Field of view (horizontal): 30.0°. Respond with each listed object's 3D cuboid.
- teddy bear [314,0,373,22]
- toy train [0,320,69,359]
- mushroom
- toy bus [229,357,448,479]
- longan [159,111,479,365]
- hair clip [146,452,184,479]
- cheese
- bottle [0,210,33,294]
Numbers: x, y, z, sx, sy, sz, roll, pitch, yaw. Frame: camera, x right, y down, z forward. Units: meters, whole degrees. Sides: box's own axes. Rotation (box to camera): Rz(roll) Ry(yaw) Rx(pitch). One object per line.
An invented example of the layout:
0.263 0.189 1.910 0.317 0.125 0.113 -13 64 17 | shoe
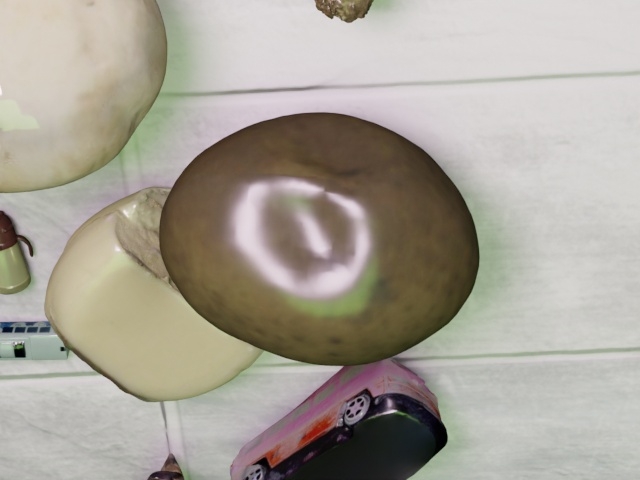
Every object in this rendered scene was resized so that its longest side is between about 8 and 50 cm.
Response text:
-0.013 -0.333 1.175 0.129 0.182 0.251 6 134 41 | teddy bear
-0.425 0.127 1.518 0.207 0.047 0.043 0 122 -2 | toy train
-0.321 -0.172 1.195 0.314 0.314 0.336 21 163 -14 | mushroom
0.020 0.271 1.557 0.303 0.147 0.127 -39 116 20 | toy bus
0.000 0.000 1.309 0.350 0.288 0.288 9 123 -6 | longan
-0.245 0.393 1.681 0.173 0.069 0.300 19 132 -11 | hair clip
-0.192 0.072 1.439 0.233 0.127 0.266 -39 119 19 | cheese
-0.381 0.012 1.446 0.063 0.047 0.101 -24 124 -28 | bottle
